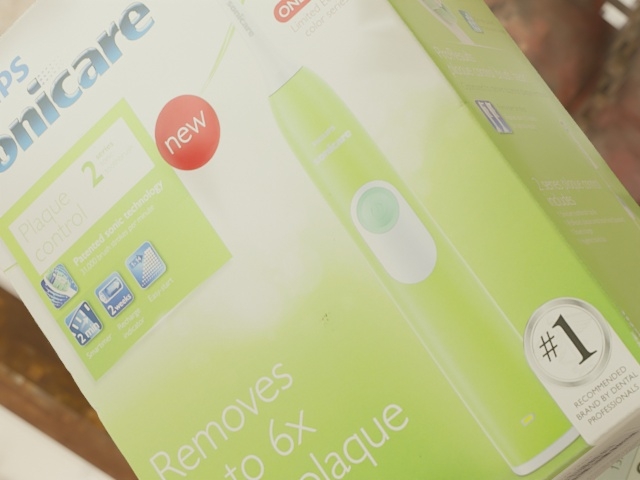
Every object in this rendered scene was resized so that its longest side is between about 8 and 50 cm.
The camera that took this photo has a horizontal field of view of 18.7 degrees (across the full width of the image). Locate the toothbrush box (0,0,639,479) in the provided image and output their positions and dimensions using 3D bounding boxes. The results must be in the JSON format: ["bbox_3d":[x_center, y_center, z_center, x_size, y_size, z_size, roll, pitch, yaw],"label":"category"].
[{"bbox_3d":[0.000,0.000,0.797,0.206,0.283,0.122,-40,-17,22],"label":"toothbrush box"}]

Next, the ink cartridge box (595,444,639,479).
[{"bbox_3d":[0.076,0.106,0.972,0.189,0.232,0.066,79,-150,-69],"label":"ink cartridge box"}]
